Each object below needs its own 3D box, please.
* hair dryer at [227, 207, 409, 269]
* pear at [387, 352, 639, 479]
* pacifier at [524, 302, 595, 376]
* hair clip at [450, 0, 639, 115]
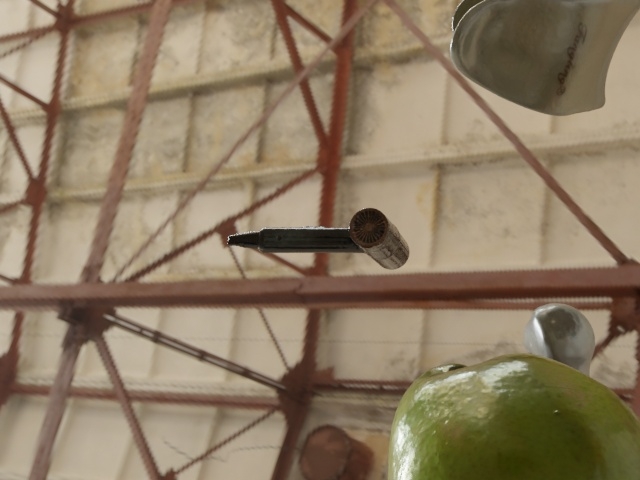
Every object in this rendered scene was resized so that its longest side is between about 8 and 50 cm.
[{"bbox_3d":[-0.002,0.003,1.298,0.195,0.173,0.050,-2,-102,13],"label":"hair dryer"},{"bbox_3d":[0.129,0.165,0.727,0.187,0.187,0.219,-39,-137,18],"label":"pear"},{"bbox_3d":[0.309,0.232,1.358,0.332,0.220,0.273,-9,-133,-15],"label":"pacifier"},{"bbox_3d":[0.287,-0.252,1.428,0.113,0.282,0.172,-107,-149,-58],"label":"hair clip"}]
